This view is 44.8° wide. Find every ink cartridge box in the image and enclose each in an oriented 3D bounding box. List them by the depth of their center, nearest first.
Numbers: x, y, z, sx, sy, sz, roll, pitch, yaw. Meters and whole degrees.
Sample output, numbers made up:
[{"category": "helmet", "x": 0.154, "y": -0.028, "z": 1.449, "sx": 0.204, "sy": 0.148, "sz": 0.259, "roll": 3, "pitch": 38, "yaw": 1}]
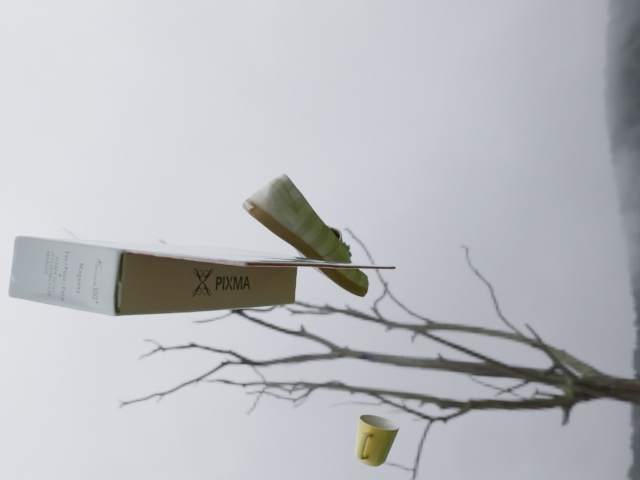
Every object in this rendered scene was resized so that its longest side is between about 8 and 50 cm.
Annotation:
[{"category": "ink cartridge box", "x": -0.094, "y": 0.037, "z": 0.716, "sx": 0.275, "sy": 0.239, "sz": 0.060, "roll": 5, "pitch": -88, "yaw": -61}]

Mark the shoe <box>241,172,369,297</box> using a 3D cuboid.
[{"category": "shoe", "x": 0.000, "y": 0.000, "z": 0.889, "sx": 0.058, "sy": 0.077, "sz": 0.219, "roll": -52, "pitch": -46, "yaw": -3}]

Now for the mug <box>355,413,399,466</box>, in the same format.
[{"category": "mug", "x": 0.074, "y": 0.299, "z": 1.155, "sx": 0.078, "sy": 0.062, "sz": 0.064, "roll": 11, "pitch": -84, "yaw": -33}]
